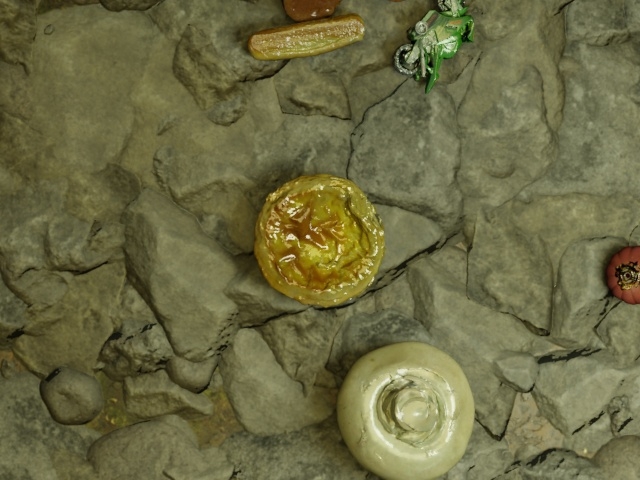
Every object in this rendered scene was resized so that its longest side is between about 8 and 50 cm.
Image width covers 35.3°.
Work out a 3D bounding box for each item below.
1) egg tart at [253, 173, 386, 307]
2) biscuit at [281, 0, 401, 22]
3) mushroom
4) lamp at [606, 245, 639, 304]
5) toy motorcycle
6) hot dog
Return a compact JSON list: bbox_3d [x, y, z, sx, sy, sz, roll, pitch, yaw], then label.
[{"bbox_3d":[0.000,0.000,1.785,0.241,0.106,0.241,0,90,1],"label":"egg tart"},{"bbox_3d":[0.070,-0.501,1.792,0.277,0.262,0.052,3,42,-18],"label":"biscuit"},{"bbox_3d":[0.151,0.292,1.728,0.246,0.202,0.246,1,77,-3],"label":"mushroom"},{"bbox_3d":[0.565,0.062,1.798,0.108,0.092,0.107,0,90,35],"label":"lamp"},{"bbox_3d":[0.216,-0.367,1.829,0.106,0.074,0.190,37,87,-8],"label":"toy motorcycle"},{"bbox_3d":[-0.025,-0.367,1.831,0.216,0.047,0.066,-13,104,-1],"label":"hot dog"}]
